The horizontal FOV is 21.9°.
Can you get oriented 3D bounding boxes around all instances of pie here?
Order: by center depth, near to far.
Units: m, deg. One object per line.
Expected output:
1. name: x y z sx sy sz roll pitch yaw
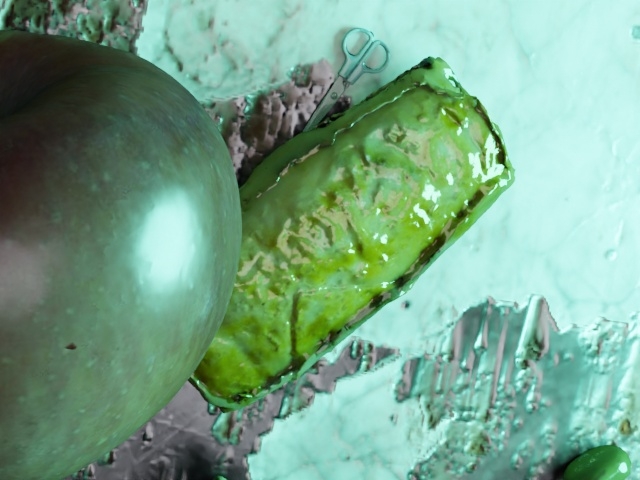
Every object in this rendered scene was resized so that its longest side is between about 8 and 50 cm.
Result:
1. pie: 0.000 0.000 1.095 0.282 0.068 0.128 -39 106 1

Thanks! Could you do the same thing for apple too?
1. apple: -0.194 0.016 0.944 0.306 0.305 0.235 -9 118 -11

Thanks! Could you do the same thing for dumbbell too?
1. dumbbell: 0.220 0.205 1.195 0.052 0.046 0.118 -33 106 -10

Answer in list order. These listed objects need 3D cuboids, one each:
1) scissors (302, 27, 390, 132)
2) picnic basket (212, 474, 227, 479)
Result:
1. scissors: 0.013 -0.104 1.107 0.036 0.006 0.083 37 91 -15
2. picnic basket: -0.017 0.280 1.101 0.196 0.154 0.134 35 91 -16
